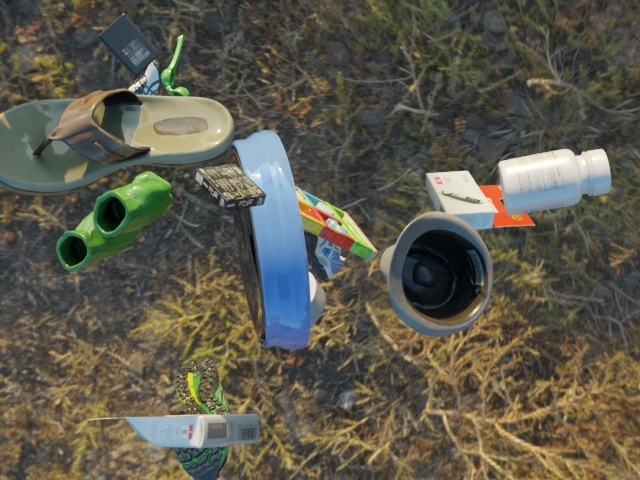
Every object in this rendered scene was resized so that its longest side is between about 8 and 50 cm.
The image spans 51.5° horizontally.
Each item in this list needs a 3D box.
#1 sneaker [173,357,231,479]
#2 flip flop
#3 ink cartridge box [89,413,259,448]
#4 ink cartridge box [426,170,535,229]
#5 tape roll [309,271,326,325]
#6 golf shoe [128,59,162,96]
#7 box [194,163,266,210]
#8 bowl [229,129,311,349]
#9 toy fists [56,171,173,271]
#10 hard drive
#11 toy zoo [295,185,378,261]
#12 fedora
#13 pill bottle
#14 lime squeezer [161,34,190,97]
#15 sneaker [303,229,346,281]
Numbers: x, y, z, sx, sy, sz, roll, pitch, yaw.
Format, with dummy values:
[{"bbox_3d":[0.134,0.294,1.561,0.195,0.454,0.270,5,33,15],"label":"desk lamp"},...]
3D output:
[{"bbox_3d":[-0.253,0.425,1.537,0.134,0.344,0.146,-20,119,1],"label":"sneaker"},{"bbox_3d":[-0.224,-0.121,0.725,0.080,0.276,0.112,133,124,-62],"label":"flip flop"},{"bbox_3d":[-0.194,0.255,0.889,0.179,0.145,0.045,-10,73,22],"label":"ink cartridge box"},{"bbox_3d":[0.437,-0.117,1.844,0.238,0.275,0.060,-4,119,-2],"label":"ink cartridge box"},{"bbox_3d":[-0.096,0.193,2.061,0.219,0.219,0.072,-15,132,21],"label":"tape roll"},{"bbox_3d":[-0.552,-0.484,2.088,0.077,0.093,0.198,66,147,36],"label":"golf shoe"},{"bbox_3d":[-0.125,-0.075,0.921,0.083,0.067,0.018,43,129,33],"label":"box"},{"bbox_3d":[-0.098,0.004,1.181,0.077,0.391,0.392,-9,98,-12],"label":"bowl"},{"bbox_3d":[-0.399,-0.040,1.298,0.279,0.142,0.096,-35,86,35],"label":"toy fists"},{"bbox_3d":[-0.497,-0.507,1.727,0.094,0.022,0.135,-44,106,-7],"label":"hard drive"},{"bbox_3d":[-0.021,-0.063,1.469,0.293,0.192,0.030,26,108,-33],"label":"toy zoo"},{"bbox_3d":[0.217,0.067,1.349,0.275,0.124,0.244,16,84,-28],"label":"fedora"},{"bbox_3d":[0.534,-0.139,1.526,0.229,0.131,0.131,-10,97,13],"label":"pill bottle"},{"bbox_3d":[-0.380,-0.432,1.865,0.311,0.109,0.059,63,154,18],"label":"lime squeezer"},{"bbox_3d":[0.000,0.000,1.643,0.080,0.081,0.211,32,150,48],"label":"sneaker"}]
